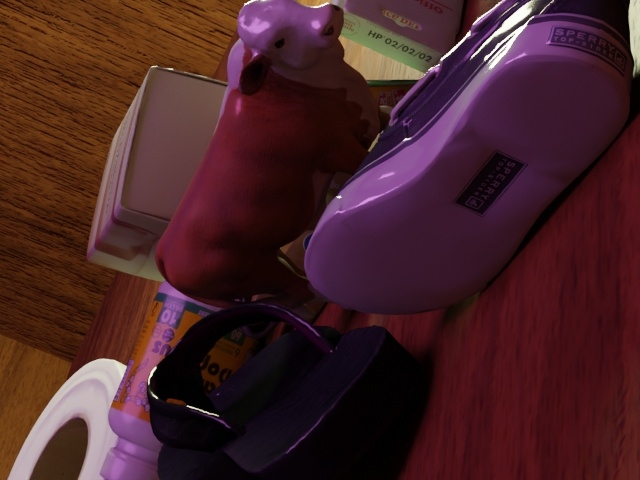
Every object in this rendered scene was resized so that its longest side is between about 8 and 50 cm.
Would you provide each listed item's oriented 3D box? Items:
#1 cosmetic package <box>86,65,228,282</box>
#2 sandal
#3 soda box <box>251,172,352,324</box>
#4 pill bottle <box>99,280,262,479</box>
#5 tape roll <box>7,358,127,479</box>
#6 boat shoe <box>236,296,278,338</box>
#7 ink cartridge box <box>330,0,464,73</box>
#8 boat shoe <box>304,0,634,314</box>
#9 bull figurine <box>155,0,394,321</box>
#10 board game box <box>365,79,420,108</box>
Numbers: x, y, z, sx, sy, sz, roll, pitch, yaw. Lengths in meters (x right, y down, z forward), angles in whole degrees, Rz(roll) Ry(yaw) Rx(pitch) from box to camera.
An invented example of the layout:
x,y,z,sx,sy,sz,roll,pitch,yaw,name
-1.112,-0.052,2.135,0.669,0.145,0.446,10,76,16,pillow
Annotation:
x,y,z,sx,sy,sz,roll,pitch,yaw,name
-0.148,-0.056,1.780,0.296,0.129,0.153,141,142,-72,cosmetic package
-0.049,0.103,1.304,0.167,0.107,0.446,-49,8,-17,sandal
0.000,0.000,1.531,0.181,0.058,0.061,123,166,-47,soda box
-0.143,0.154,1.773,0.117,0.117,0.208,167,126,-78,pill bottle
-0.252,0.276,1.932,0.286,0.100,0.286,-44,31,34,tape roll
-0.025,-0.009,1.656,0.073,0.080,0.223,-128,58,-70,boat shoe
0.067,-0.214,1.517,0.181,0.104,0.061,-77,13,-45,ink cartridge box
0.087,-0.058,1.061,0.301,0.108,0.102,-51,18,50,boat shoe
-0.016,-0.059,1.366,0.101,0.188,0.310,-80,16,-50,bull figurine
0.019,-0.123,1.519,0.259,0.124,0.039,-165,73,-81,board game box
